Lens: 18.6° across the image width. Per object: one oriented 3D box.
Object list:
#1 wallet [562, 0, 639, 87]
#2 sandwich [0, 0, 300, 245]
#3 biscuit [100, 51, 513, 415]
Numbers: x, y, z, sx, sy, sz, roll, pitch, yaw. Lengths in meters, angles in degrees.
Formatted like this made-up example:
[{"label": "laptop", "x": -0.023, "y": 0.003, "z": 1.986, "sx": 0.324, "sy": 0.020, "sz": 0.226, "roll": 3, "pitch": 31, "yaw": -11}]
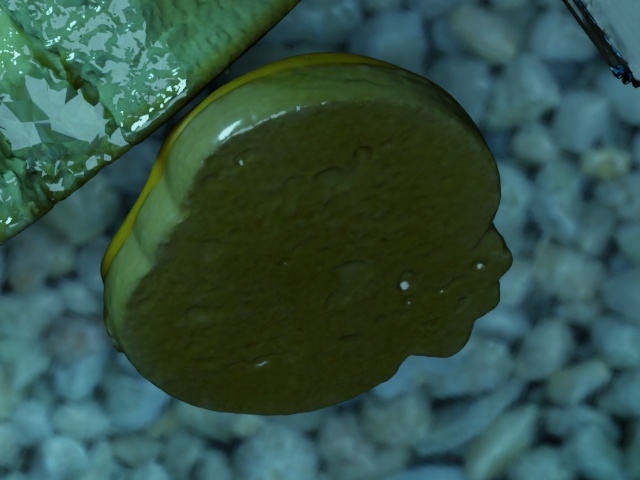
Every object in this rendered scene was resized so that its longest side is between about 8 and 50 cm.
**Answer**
[{"label": "wallet", "x": 0.099, "y": -0.182, "z": 0.743, "sx": 0.124, "sy": 0.042, "sz": 0.230, "roll": -37, "pitch": 104, "yaw": 6}, {"label": "sandwich", "x": -0.107, "y": -0.065, "z": 0.741, "sx": 0.244, "sy": 0.088, "sz": 0.090, "roll": -37, "pitch": 101, "yaw": 8}, {"label": "biscuit", "x": -0.001, "y": -0.003, "z": 0.767, "sx": 0.170, "sy": 0.050, "sz": 0.170, "roll": -11, "pitch": 136, "yaw": -11}]
